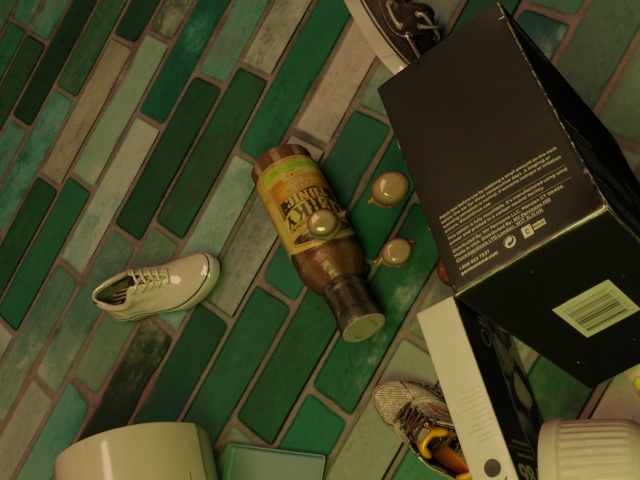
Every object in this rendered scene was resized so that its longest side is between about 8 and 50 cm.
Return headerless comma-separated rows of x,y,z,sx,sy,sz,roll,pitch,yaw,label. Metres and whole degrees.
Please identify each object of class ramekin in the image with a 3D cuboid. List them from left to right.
0.324,0.297,1.078,0.109,0.207,0.207,-14,66,23,ramekin

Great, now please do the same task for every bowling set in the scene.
0.132,-0.014,1.370,0.287,0.154,0.200,-28,87,1,bowling set

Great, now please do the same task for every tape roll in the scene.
-0.270,0.399,1.458,0.246,0.246,0.169,-30,58,26,tape roll

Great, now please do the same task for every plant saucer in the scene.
-0.070,0.352,1.471,0.192,0.018,0.067,-2,73,37,plant saucer

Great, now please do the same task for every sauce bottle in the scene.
0.000,0.000,1.485,0.111,0.111,0.344,-42,55,18,sauce bottle

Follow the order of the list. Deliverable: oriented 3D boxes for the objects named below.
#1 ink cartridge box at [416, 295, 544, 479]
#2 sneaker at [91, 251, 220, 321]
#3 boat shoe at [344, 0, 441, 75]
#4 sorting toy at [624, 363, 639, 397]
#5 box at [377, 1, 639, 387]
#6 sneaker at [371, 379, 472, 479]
0.227,0.240,1.191,0.065,0.165,0.332,-29,59,24,ink cartridge box
-0.291,0.083,1.685,0.258,0.091,0.094,-24,61,29,sneaker
0.138,-0.322,1.504,0.102,0.108,0.301,-43,46,19,boat shoe
0.402,0.153,1.177,0.083,0.045,0.075,-52,32,10,sorting toy
0.264,-0.041,1.127,0.179,0.343,0.312,-33,49,23,box
0.151,0.252,1.290,0.225,0.093,0.088,30,93,40,sneaker
